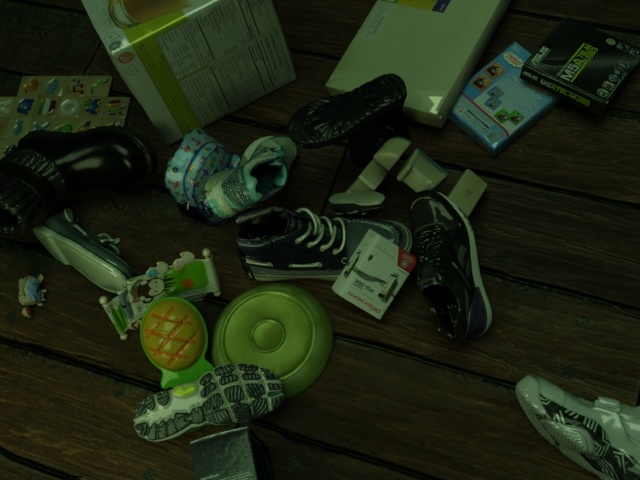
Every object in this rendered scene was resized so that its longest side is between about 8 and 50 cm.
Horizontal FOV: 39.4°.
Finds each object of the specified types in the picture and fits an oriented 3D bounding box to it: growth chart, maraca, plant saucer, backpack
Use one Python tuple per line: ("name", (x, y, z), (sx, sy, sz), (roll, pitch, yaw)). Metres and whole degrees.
("growth chart", (-0.300, 0.099, 1.694), (0.237, 0.172, 0.021), (-24, 55, -3))
("maraca", (-0.270, 0.198, 1.682), (0.127, 0.099, 0.186), (-18, 89, 5))
("plant saucer", (-0.097, 0.184, 1.684), (0.241, 0.037, 0.241), (-5, 64, 9))
("backpack", (-0.229, -0.131, 1.783), (0.117, 0.173, 0.158), (25, 71, 21))

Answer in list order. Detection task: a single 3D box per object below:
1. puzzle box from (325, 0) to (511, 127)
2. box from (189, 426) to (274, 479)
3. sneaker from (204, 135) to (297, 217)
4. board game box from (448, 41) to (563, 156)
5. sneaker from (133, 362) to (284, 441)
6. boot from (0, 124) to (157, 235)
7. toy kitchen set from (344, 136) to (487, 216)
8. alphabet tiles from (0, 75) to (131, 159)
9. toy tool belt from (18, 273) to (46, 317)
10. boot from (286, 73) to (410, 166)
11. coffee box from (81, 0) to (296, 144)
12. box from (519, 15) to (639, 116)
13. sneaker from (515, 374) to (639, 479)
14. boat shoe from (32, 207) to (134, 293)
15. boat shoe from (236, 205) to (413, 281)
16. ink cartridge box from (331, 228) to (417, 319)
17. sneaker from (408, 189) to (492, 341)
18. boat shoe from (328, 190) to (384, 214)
("puzzle box", (0.223, -0.440, 1.883), (0.272, 0.052, 0.409), (20, 71, 31))
("box", (-0.136, 0.439, 1.505), (0.108, 0.153, 0.207), (-16, 64, 3))
("sneaker", (-0.099, -0.128, 1.732), (0.122, 0.110, 0.283), (-12, 23, 33))
("board game box", (0.375, -0.289, 1.812), (0.211, 0.039, 0.160), (-40, 64, -8))
("sneaker", (-0.200, 0.291, 1.613), (0.275, 0.110, 0.107), (-13, 76, 2))
("boot", (-0.528, -0.118, 1.792), (0.348, 0.131, 0.260), (0, 30, 21))
("toy kitchen set", (0.183, -0.097, 1.738), (0.207, 0.166, 0.122), (40, 44, 0))
("alphabet tiles", (-0.602, -0.250, 2.006), (0.342, 0.011, 0.285), (2, 66, 12))
("toy tool belt", (-0.582, 0.111, 1.808), (0.051, 0.052, 0.083), (-18, 63, 12))
("boot", (0.063, -0.202, 1.737), (0.246, 0.207, 0.094), (-26, 63, -7))
("coffee box", (-0.288, -0.474, 1.865), (0.334, 0.338, 0.338), (-28, 63, -3))
("box", (0.524, -0.352, 1.781), (0.184, 0.045, 0.191), (32, 59, 18))
("sneaker", (0.513, 0.295, 1.458), (0.366, 0.137, 0.210), (36, 76, 19))
("boat shoe", (-0.454, 0.009, 1.766), (0.319, 0.116, 0.099), (22, 56, 43))
("boat shoe", (0.000, 0.000, 1.683), (0.340, 0.158, 0.127), (-8, 64, 8))
("ink cartridge box", (0.100, 0.063, 1.645), (0.099, 0.056, 0.135), (31, 92, -20))
("sneaker", (0.217, 0.041, 1.587), (0.107, 0.124, 0.283), (-27, 78, 33))
("boat shoe", (0.072, -0.067, 1.710), (0.125, 0.038, 0.046), (0, 32, 35))
